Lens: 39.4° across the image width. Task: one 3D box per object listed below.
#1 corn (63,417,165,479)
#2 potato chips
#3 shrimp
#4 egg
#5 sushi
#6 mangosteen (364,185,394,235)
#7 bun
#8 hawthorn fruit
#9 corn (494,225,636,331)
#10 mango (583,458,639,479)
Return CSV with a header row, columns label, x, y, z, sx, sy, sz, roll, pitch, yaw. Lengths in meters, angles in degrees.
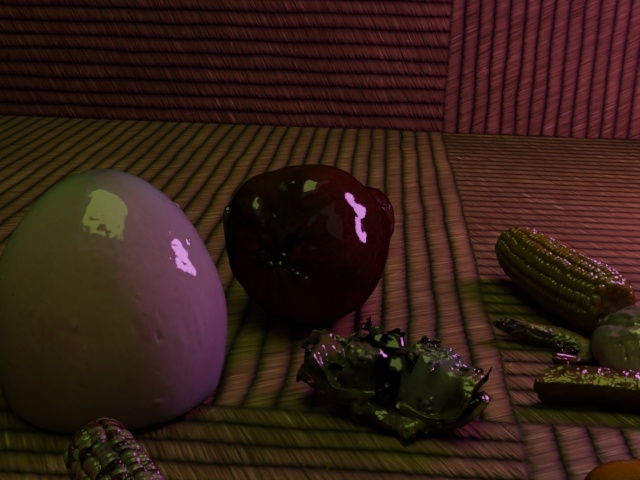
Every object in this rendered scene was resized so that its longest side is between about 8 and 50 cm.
label,x,y,z,sx,sy,sz,roll,pitch,yaw
corn,-0.218,0.301,1.047,0.092,0.092,0.280,-12,27,-34
potato chips,0.525,0.237,1.323,0.407,0.057,0.080,8,33,16
shrimp,0.381,0.177,1.523,0.178,0.034,0.124,13,23,5
egg,-0.318,0.064,1.341,0.355,0.339,0.354,0,19,0
sushi,0.100,0.200,1.297,0.291,0.131,0.139,17,22,19
mangosteen,0.073,-0.050,1.981,0.181,0.145,0.156,11,24,26
bun,0.532,0.161,1.462,0.183,0.102,0.183,4,23,-2
hawthorn fruit,-0.013,-0.004,1.629,0.308,0.308,0.325,9,31,22
corn,0.450,0.068,1.694,0.131,0.131,0.344,-5,20,-18
mango,0.435,0.319,0.993,0.295,0.120,0.177,9,13,15
